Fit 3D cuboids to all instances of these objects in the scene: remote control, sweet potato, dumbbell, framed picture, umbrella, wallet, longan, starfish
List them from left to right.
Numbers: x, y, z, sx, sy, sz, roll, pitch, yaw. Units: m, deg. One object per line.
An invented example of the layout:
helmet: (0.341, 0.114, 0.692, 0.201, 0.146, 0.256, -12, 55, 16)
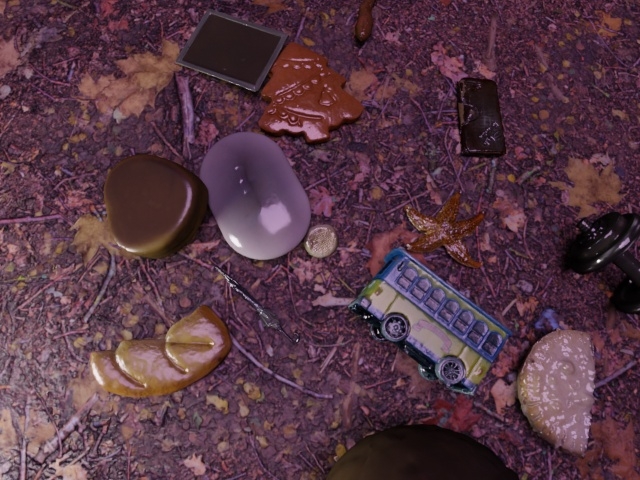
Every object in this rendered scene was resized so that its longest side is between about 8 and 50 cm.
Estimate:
framed picture: (-0.238, -0.515, 1.166, 0.252, 0.014, 0.197, 22, 75, 9)
umbrella: (-0.157, 0.155, 1.010, 0.269, 0.044, 0.044, 38, 113, 12)
remote control: (-0.158, -0.111, 1.037, 0.221, 0.103, 0.332, -27, 80, -4)
sweet potato: (0.134, -0.650, 1.229, 0.050, 0.050, 0.214, 14, 71, -1)
longan: (0.168, 0.548, 0.754, 0.404, 0.404, 0.435, 28, 79, 3)
starfish: (0.320, -0.024, 1.087, 0.227, 0.043, 0.240, -43, 85, -12)
wallet: (0.438, -0.339, 1.180, 0.122, 0.031, 0.232, 1, 76, -6)
dumbbell: (0.727, 0.055, 1.019, 0.290, 0.192, 0.192, 45, 77, 7)

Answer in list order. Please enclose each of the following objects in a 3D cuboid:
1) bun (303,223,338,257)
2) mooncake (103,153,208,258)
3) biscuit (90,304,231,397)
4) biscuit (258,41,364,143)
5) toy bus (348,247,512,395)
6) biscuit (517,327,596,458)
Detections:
bun: (0.000, 0.000, 1.046, 0.086, 0.055, 0.086, -1, 99, -7)
mooncake: (-0.371, -0.084, 0.996, 0.235, 0.117, 0.234, -1, 80, 8)
biscuit: (-0.345, 0.262, 0.960, 0.299, 0.045, 0.154, -23, 80, -9)
biscuit: (-0.044, -0.400, 1.152, 0.284, 0.043, 0.306, -14, 77, -7)
toy bus: (0.235, 0.181, 0.970, 0.312, 0.152, 0.190, 38, 77, 5)
biscuit: (0.539, 0.341, 0.987, 0.179, 0.084, 0.281, 9, 76, -3)
